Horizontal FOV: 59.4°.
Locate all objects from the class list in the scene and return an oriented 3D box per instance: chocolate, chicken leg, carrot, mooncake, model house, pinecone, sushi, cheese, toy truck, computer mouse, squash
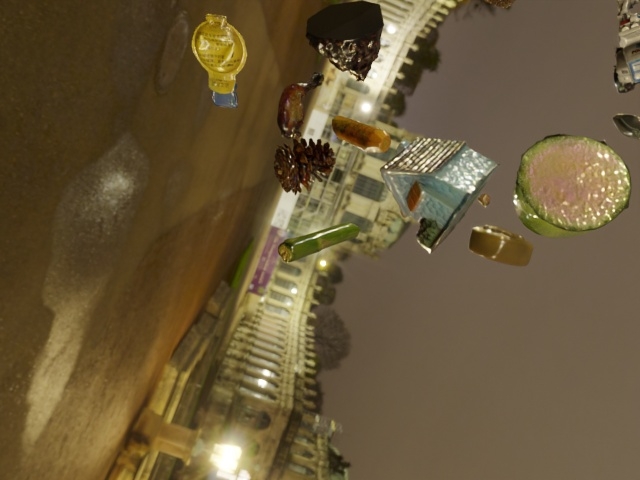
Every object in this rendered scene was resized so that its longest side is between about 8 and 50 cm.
[{"bbox_3d":[0.073,-0.520,1.542,0.224,0.206,0.177,-91,172,-45],"label":"chocolate"},{"bbox_3d":[-0.062,-0.404,1.622,0.051,0.106,0.253,-9,-130,52],"label":"chicken leg"},{"bbox_3d":[0.170,-0.457,2.425,0.114,0.302,0.114,-26,129,-36],"label":"carrot"},{"bbox_3d":[0.673,0.014,2.086,0.235,0.235,0.117,-95,-161,-80],"label":"mooncake"},{"bbox_3d":[0.362,-0.195,1.953,0.360,0.339,0.297,-41,164,-44],"label":"model house"},{"bbox_3d":[-0.060,-0.332,2.437,0.292,0.246,0.246,-23,164,-21],"label":"pinecone"},{"bbox_3d":[0.715,-0.176,2.443,0.050,0.047,0.099,-31,-170,29],"label":"sushi"},{"bbox_3d":[-0.266,-0.471,1.488,0.064,0.157,0.250,-64,161,-50],"label":"cheese"},{"bbox_3d":[0.766,-0.473,1.327,0.161,0.177,0.213,-13,-141,40],"label":"toy truck"},{"bbox_3d":[0.994,-0.337,1.727,0.106,0.192,0.062,-2,117,-67],"label":"computer mouse"},{"bbox_3d":[0.707,-0.110,1.675,0.309,0.310,0.310,78,28,-66],"label":"squash"}]

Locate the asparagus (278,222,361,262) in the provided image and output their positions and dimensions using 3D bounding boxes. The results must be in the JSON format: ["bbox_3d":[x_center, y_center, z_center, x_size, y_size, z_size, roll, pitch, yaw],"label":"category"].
[{"bbox_3d":[0.000,-0.002,1.584,0.067,0.278,0.060,4,-72,46],"label":"asparagus"}]

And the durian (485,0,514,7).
[{"bbox_3d":[0.492,-0.670,1.523,0.052,0.130,0.066,108,-36,-71],"label":"durian"}]
